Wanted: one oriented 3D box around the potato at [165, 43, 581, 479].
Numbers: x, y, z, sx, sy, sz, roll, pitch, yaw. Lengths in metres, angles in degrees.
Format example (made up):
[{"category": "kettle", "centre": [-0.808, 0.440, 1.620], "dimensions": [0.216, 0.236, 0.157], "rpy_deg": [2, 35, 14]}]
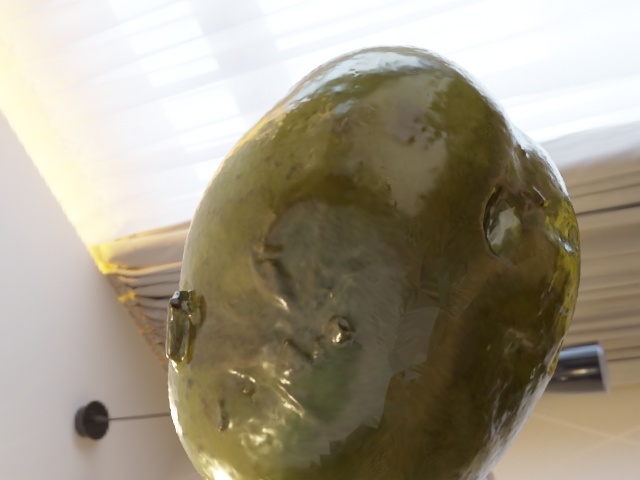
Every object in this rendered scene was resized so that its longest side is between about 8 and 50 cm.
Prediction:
[{"category": "potato", "centre": [0.023, 0.031, 0.375], "dimensions": [0.197, 0.228, 0.148], "rpy_deg": [42, 180, 2]}]
